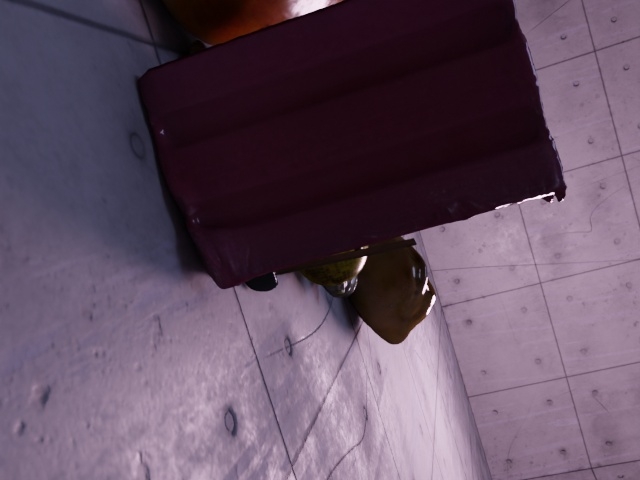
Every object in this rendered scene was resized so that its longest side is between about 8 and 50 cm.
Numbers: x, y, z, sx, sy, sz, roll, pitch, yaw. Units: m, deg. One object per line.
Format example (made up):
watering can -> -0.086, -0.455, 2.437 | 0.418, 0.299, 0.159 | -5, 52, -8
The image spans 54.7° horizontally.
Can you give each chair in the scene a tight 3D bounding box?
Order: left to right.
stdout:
chair -> -0.003, -0.010, 0.775 | 0.095, 0.222, 0.104 | 179, -107, -80

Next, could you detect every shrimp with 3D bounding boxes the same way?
shrimp -> -0.141, -0.196, 0.752 | 0.127, 0.025, 0.091 | -80, 152, -66

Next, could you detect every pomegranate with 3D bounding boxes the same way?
pomegranate -> -0.074, -0.343, 0.725 | 0.229, 0.252, 0.270 | 57, 10, 20

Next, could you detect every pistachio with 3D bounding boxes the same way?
pistachio -> 0.124, 0.077, 1.247 | 0.260, 0.163, 0.212 | -118, -140, -50

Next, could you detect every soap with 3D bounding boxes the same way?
soap -> 0.028, -0.102, 0.617 | 0.128, 0.360, 0.232 | -2, 77, -79

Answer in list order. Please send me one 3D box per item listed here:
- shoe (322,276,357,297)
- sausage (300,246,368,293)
shoe -> 0.000, 0.002, 1.011 | 0.077, 0.074, 0.194 | 16, 56, -60
sausage -> -0.018, -0.082, 0.899 | 0.123, 0.123, 0.347 | -57, 129, -72
